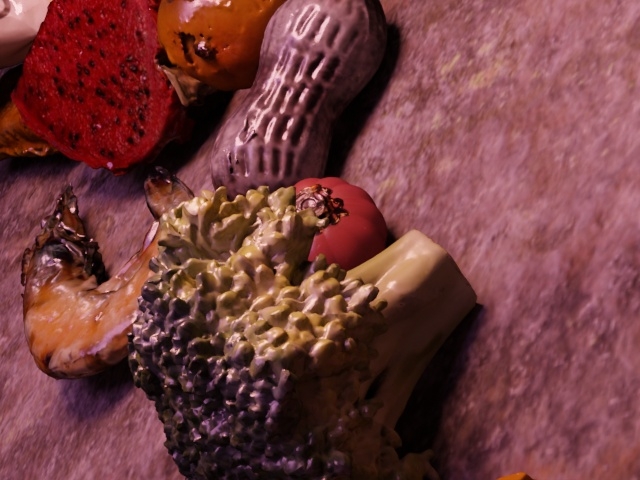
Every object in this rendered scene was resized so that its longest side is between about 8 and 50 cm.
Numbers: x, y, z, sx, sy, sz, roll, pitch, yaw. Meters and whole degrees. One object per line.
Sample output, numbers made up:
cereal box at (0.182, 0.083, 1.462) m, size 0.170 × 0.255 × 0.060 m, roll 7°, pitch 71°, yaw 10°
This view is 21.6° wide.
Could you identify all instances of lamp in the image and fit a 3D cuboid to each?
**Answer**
lamp at (0.000, 0.000, 1.320) m, size 0.107 × 0.092 × 0.107 m, roll -8°, pitch 50°, yaw 10°

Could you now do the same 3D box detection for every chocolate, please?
chocolate at (-0.017, -0.126, 1.464) m, size 0.110 × 0.110 × 0.248 m, roll 10°, pitch 74°, yaw 60°

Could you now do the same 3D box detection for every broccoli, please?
broccoli at (-0.008, 0.079, 1.171) m, size 0.243 × 0.263 × 0.247 m, roll -36°, pitch -11°, yaw -19°

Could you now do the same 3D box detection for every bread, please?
bread at (-0.351, -0.155, 2.051) m, size 0.271 × 0.077 × 0.139 m, roll -5°, pitch 53°, yaw 57°

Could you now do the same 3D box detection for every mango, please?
mango at (-0.053, -0.245, 1.585) m, size 0.156 × 0.151 × 0.249 m, roll 11°, pitch 59°, yaw 37°

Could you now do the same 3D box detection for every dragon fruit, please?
dragon fruit at (-0.176, -0.191, 1.758) m, size 0.205 × 0.152 × 0.317 m, roll 55°, pitch 137°, yaw 15°

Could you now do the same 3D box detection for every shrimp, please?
shrimp at (-0.212, 0.009, 1.694) m, size 0.233 × 0.071 × 0.365 m, roll -41°, pitch 28°, yaw 10°

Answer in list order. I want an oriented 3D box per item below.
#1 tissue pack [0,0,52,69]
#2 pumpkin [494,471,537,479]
tissue pack at (-0.448, -0.291, 2.050) m, size 0.390 × 0.375 × 0.195 m, roll -164°, pitch 63°, yaw -74°
pumpkin at (0.107, 0.185, 1.008) m, size 0.074 × 0.054 × 0.083 m, roll -22°, pitch 66°, yaw 53°
